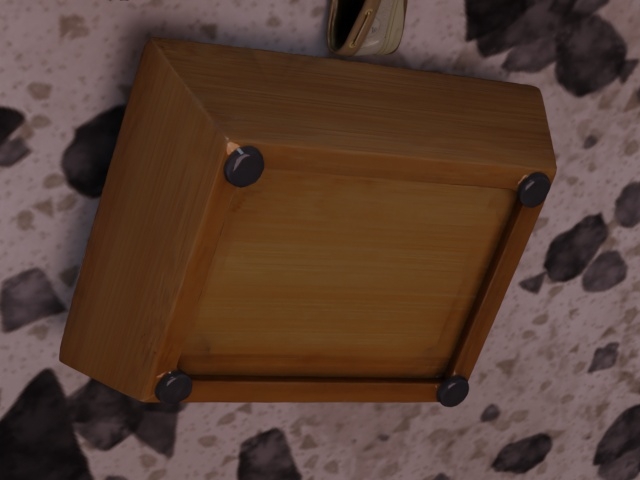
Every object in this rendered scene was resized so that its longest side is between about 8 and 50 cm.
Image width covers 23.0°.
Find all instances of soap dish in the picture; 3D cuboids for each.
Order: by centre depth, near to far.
[{"bbox_3d":[0.000,0.000,1.007,0.291,0.118,0.229,3,120,-32],"label":"soap dish"}]

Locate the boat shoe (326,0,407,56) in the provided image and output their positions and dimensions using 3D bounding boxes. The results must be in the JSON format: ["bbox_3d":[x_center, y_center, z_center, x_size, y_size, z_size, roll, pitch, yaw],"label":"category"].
[{"bbox_3d":[0.028,-0.169,0.948,0.045,0.050,0.135,-16,128,-25],"label":"boat shoe"}]
